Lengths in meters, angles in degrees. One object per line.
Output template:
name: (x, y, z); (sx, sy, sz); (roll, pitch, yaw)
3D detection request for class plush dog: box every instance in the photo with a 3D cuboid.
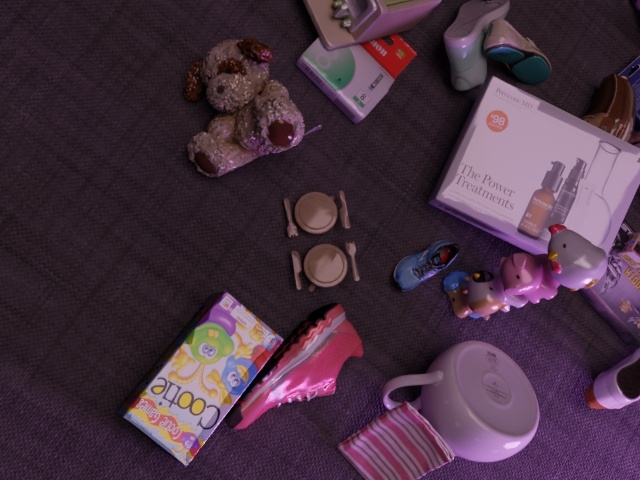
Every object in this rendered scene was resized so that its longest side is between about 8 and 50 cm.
plush dog: (-0.137, -0.271, 1.593); (0.210, 0.262, 0.225); (-40, 108, -52)

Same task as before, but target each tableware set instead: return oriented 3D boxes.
tableware set: (0.000, 0.000, 1.679); (0.128, 0.039, 0.194); (-8, 79, -8)

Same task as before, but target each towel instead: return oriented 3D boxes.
towel: (0.140, 0.403, 1.607); (0.144, 0.197, 0.029); (48, 29, -4)

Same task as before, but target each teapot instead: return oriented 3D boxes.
teapot: (0.284, 0.332, 1.658); (0.252, 0.187, 0.256); (-21, 70, -48)

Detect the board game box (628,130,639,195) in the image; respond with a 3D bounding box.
board game box: (0.771, -0.163, 1.906); (0.045, 0.147, 0.193); (-13, 88, -20)

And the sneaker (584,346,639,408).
sneaker: (0.677, 0.299, 1.848); (0.290, 0.123, 0.106); (-7, 68, -40)

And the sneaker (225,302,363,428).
sneaker: (-0.038, 0.260, 1.588); (0.314, 0.116, 0.136); (-42, 98, -19)

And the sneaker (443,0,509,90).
sneaker: (0.340, -0.426, 1.843); (0.256, 0.094, 0.151); (-48, 139, -39)

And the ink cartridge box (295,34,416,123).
ink cartridge box: (0.084, -0.382, 1.752); (0.181, 0.056, 0.225); (43, 73, -9)

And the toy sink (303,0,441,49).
toy sink: (0.101, -0.501, 1.704); (0.234, 0.131, 0.153); (-21, 84, -31)

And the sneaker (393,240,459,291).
sneaker: (0.218, 0.045, 1.726); (0.162, 0.073, 0.063); (-35, 95, -20)

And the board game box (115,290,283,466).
board game box: (-0.218, 0.243, 1.513); (0.144, 0.142, 0.275); (41, 72, -9)

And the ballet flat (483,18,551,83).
ballet flat: (0.425, -0.411, 1.815); (0.248, 0.086, 0.086); (15, 75, -52)

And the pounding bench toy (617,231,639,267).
pounding bench toy: (0.701, 0.015, 1.830); (0.052, 0.083, 0.065); (38, 73, -9)

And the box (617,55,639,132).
box: (0.782, -0.319, 1.990); (0.136, 0.036, 0.225); (-39, 97, -20)

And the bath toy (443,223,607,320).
bath toy: (0.390, 0.065, 1.639); (0.151, 0.348, 0.129); (-40, 96, -35)

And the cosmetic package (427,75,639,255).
cosmetic package: (0.455, -0.129, 1.761); (0.377, 0.097, 0.284); (25, 85, -3)

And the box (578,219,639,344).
box: (0.679, 0.090, 1.888); (0.231, 0.056, 0.183); (47, 70, -7)

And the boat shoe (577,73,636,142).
boat shoe: (0.604, -0.223, 1.874); (0.120, 0.122, 0.324); (20, 77, -10)

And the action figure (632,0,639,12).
action figure: (0.884, -0.473, 2.015); (0.341, 0.178, 0.330); (-30, 100, -48)
